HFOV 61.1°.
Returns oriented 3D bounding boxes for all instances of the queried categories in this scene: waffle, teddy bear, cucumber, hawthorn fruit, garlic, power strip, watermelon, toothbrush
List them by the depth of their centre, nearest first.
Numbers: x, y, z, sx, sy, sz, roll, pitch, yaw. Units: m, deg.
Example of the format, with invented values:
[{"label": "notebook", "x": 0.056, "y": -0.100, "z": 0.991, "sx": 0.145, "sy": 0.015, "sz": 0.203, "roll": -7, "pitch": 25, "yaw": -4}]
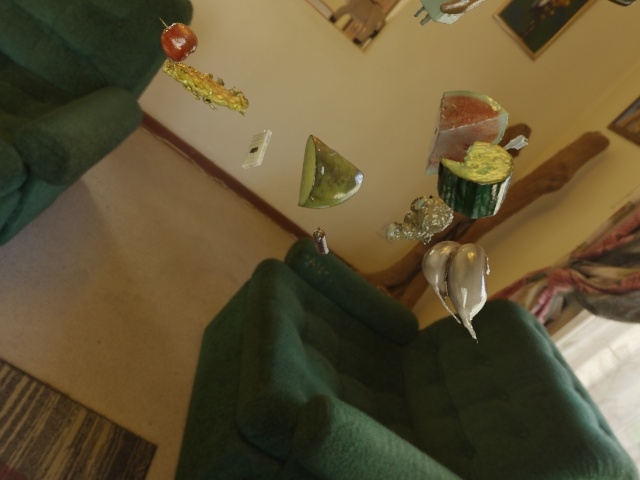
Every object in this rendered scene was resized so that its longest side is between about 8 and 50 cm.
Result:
[{"label": "cucumber", "x": 0.411, "y": -0.163, "z": 1.408, "sx": 0.191, "sy": 0.191, "sz": 0.130, "roll": 56, "pitch": -17, "yaw": 33}, {"label": "toothbrush", "x": 0.458, "y": -0.219, "z": 1.583, "sx": 0.030, "sy": 0.342, "sz": 0.025, "roll": 21, "pitch": 61, "yaw": -26}, {"label": "waffle", "x": -0.335, "y": -0.456, "z": 1.594, "sx": 0.280, "sy": 0.060, "sz": 0.262, "roll": 26, "pitch": 20, "yaw": -11}, {"label": "watermelon", "x": 0.443, "y": -0.338, "z": 1.675, "sx": 0.176, "sy": 0.260, "sz": 0.256, "roll": -31, "pitch": 117, "yaw": -69}, {"label": "hawthorn fruit", "x": -0.479, "y": -0.668, "z": 1.824, "sx": 0.125, "sy": 0.125, "sz": 0.140, "roll": 55, "pitch": 7, "yaw": 29}, {"label": "power strip", "x": 0.427, "y": -0.837, "z": 1.875, "sx": 0.140, "sy": 0.224, "sz": 0.139, "roll": -21, "pitch": 79, "yaw": -48}, {"label": "garlic", "x": 0.463, "y": 0.142, "z": 1.886, "sx": 0.246, "sy": 0.231, "sz": 0.340, "roll": 65, "pitch": 35, "yaw": -46}, {"label": "teddy bear", "x": 0.396, "y": -0.083, "z": 2.041, "sx": 0.156, "sy": 0.267, "sz": 0.256, "roll": 46, "pitch": -24, "yaw": 3}]

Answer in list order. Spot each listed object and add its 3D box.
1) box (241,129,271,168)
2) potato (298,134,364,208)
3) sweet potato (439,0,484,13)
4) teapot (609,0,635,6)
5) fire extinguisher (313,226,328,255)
[{"label": "box", "x": -0.257, "y": -0.369, "z": 2.194, "sx": 0.024, "sy": 0.090, "sz": 0.167, "roll": 41, "pitch": 54, "yaw": -42}, {"label": "potato", "x": 0.064, "y": -0.240, "z": 2.015, "sx": 0.255, "sy": 0.270, "sz": 0.112, "roll": 2, "pitch": 15, "yaw": -29}, {"label": "sweet potato", "x": 0.421, "y": -0.651, "z": 1.388, "sx": 0.078, "sy": 0.255, "sz": 0.058, "roll": 44, "pitch": -7, "yaw": 49}, {"label": "teapot", "x": 0.900, "y": -0.829, "z": 1.616, "sx": 0.175, "sy": 0.268, "sz": 0.186, "roll": 22, "pitch": 66, "yaw": -6}, {"label": "fire extinguisher", "x": 0.000, "y": 0.000, "z": 1.866, "sx": 0.158, "sy": 0.043, "sz": 0.064, "roll": 78, "pitch": 13, "yaw": -63}]
